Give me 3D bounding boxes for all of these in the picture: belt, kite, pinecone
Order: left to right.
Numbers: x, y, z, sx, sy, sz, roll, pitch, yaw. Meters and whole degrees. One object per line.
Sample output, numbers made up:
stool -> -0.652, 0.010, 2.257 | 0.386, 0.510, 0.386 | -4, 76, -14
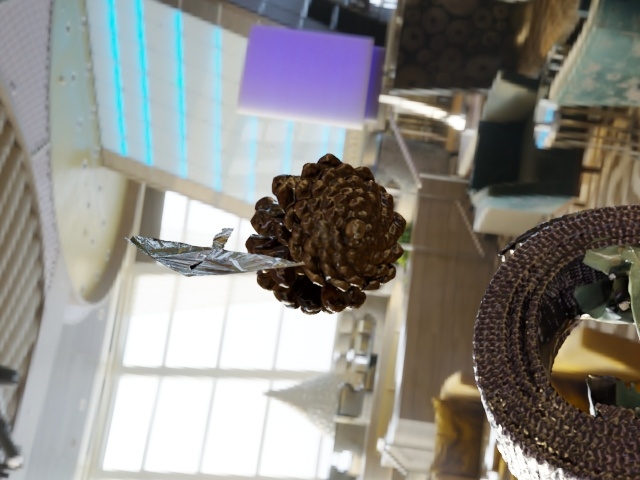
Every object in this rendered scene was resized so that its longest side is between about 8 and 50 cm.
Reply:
kite -> -0.129, 0.013, 1.093 | 0.250, 0.229, 0.012 | -67, -15, -74
pinecone -> -0.008, 0.005, 1.439 | 0.264, 0.264, 0.264 | 8, -90, -88
belt -> 0.269, 0.100, 0.781 | 0.325, 0.260, 0.122 | -73, -30, -45
